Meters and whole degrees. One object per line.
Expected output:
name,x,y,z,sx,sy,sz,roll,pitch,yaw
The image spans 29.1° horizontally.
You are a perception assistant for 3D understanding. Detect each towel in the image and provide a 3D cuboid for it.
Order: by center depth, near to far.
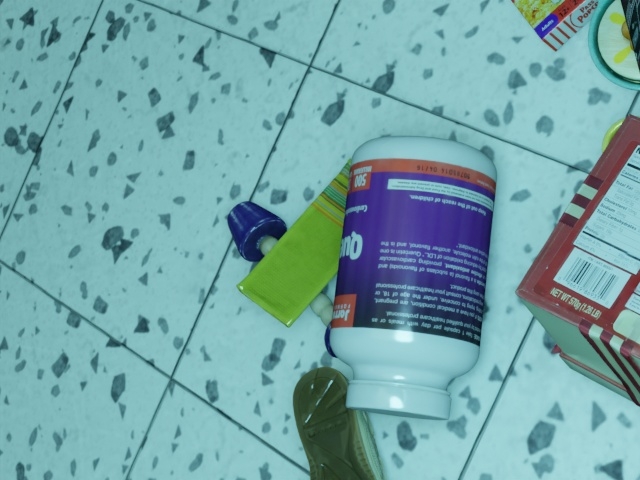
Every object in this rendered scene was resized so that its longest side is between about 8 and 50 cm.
towel,0.000,0.000,1.621,0.102,0.021,0.237,33,74,33

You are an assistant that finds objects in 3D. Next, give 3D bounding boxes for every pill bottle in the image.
pill bottle,0.109,0.047,1.485,0.181,0.181,0.323,-1,76,37

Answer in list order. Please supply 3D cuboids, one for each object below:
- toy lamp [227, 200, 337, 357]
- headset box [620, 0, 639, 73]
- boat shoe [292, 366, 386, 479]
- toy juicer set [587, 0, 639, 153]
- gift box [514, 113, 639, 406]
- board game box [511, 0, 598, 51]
toy lamp,-0.037,0.043,1.665,0.274,0.080,0.080,45,105,36
headset box,0.434,-0.254,1.283,0.218,0.110,0.293,-8,64,0
boat shoe,0.038,0.308,1.524,0.109,0.098,0.302,-20,63,17
toy juicer set,0.403,-0.239,1.374,0.209,0.089,0.329,-10,76,22
gift box,0.355,0.067,1.238,0.255,0.258,0.276,35,86,37
board game box,0.291,-0.355,1.544,0.147,0.045,0.193,-42,56,19
